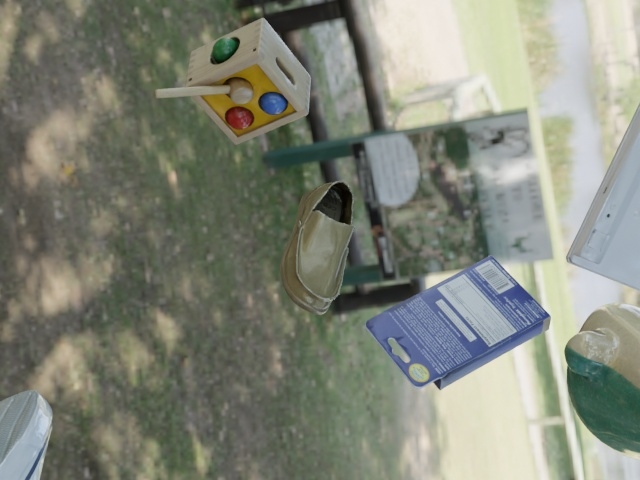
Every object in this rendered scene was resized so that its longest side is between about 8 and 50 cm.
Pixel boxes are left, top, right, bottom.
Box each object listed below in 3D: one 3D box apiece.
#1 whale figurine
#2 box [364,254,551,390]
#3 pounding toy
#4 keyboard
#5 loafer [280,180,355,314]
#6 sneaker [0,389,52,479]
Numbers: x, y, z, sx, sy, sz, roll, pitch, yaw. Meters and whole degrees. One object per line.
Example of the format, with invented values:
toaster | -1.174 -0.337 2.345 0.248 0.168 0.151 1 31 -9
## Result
whale figurine | 0.325 0.162 1.008 0.272 0.216 0.141 -72 -174 -76
box | 0.187 0.118 1.460 0.136 0.225 0.036 51 -24 36
pounding toy | -0.105 -0.189 1.288 0.141 0.130 0.100 47 33 -40
keyboard | 0.245 -0.090 0.699 0.256 0.072 0.014 -66 -152 9
loafer | 0.000 0.000 0.972 0.056 0.050 0.148 21 48 -20
sneaker | -0.254 0.222 0.814 0.258 0.094 0.091 -85 152 -59
